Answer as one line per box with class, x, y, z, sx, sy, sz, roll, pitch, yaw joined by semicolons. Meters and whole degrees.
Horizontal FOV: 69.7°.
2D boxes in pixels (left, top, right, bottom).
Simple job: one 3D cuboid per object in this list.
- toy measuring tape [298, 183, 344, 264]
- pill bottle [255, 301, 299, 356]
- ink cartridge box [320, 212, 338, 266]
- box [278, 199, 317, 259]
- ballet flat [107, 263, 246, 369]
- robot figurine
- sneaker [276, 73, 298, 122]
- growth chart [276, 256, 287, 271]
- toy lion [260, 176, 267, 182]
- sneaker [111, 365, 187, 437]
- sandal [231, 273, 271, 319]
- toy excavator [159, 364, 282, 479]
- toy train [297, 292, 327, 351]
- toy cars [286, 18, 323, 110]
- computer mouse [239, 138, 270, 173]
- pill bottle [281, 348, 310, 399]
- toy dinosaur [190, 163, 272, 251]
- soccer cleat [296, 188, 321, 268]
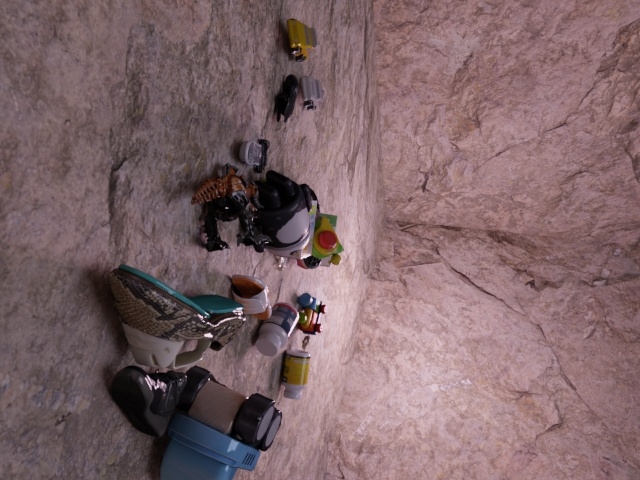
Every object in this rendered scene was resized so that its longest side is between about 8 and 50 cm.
toy measuring tape;-0.027;-0.045;1.685;0.330;0.121;0.121;59;23;-4
pill bottle;-0.152;0.309;1.588;0.180;0.107;0.108;-61;152;-52
ink cartridge box;0.000;0.000;1.910;0.154;0.093;0.213;174;-77;-78
box;-0.086;-0.045;1.596;0.114;0.103;0.203;-13;110;-72
ballet flat;-0.298;0.188;0.980;0.182;0.163;0.483;-67;164;-9
robot figurine;-0.121;-0.076;1.410;0.278;0.208;0.174;79;-1;-46
sneaker;-0.112;-0.466;1.507;0.089;0.051;0.170;-19;118;-77
growth chart;-0.137;-0.017;1.658;0.237;0.021;0.172;81;23;-43
toy lion;-0.167;-0.156;1.492;0.100;0.034;0.096;-20;123;-72
sneaker;-0.349;0.299;0.950;0.228;0.087;0.130;85;18;-44
sandal;-0.202;0.194;1.378;0.265;0.101;0.076;78;21;-52
toy excavator;-0.285;0.588;1.124;0.433;0.222;0.445;83;30;-60
toy train;-0.062;0.353;1.944;0.143;0.105;0.248;53;45;-53
toy cars;-0.037;-0.596;1.585;0.394;0.087;0.177;74;11;-54
computer mouse;-0.197;-0.253;1.328;0.193;0.042;0.106;-19;119;-78
pill bottle;-0.101;0.541;1.860;0.103;0.103;0.184;28;70;-73
toy dinosaur;-0.237;-0.087;1.150;0.321;0.164;0.219;-8;89;-55
soccer cleat;-0.065;-0.046;1.789;0.108;0.116;0.319;-3;87;-32
